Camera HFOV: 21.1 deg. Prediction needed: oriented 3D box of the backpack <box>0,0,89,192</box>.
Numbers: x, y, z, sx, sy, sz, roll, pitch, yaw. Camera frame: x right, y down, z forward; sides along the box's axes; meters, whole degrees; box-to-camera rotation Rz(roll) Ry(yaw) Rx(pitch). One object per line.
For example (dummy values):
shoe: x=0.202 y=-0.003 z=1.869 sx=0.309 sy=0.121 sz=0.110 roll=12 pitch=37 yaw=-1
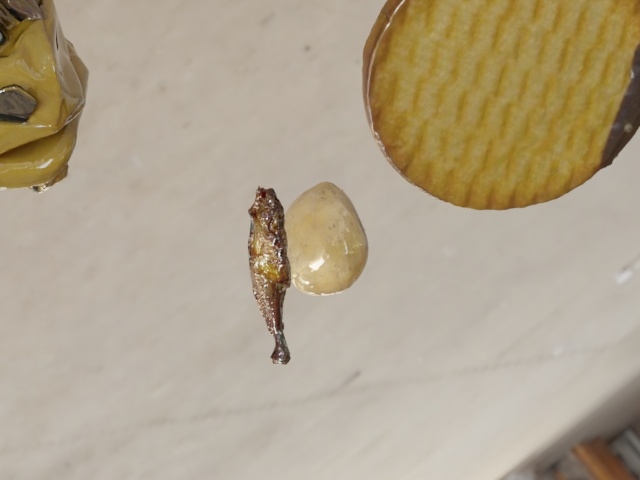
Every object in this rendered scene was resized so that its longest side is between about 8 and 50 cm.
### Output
backpack: x=-0.394 y=-0.189 z=1.641 sx=0.353 sy=0.378 sz=0.201 roll=6 pitch=116 yaw=-23

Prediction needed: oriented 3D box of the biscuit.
biscuit: x=0.197 y=-0.172 z=1.776 sx=0.318 sy=0.318 sz=0.040 roll=-42 pitch=-152 yaw=15

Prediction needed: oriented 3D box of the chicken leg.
chicken leg: x=-0.037 y=0.027 z=1.390 sx=0.037 sy=0.062 sz=0.145 roll=-7 pitch=112 yaw=-11

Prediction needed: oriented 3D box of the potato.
potato: x=0.000 y=0.002 z=2.111 sx=0.112 sy=0.147 sz=0.112 roll=1 pitch=143 yaw=1
